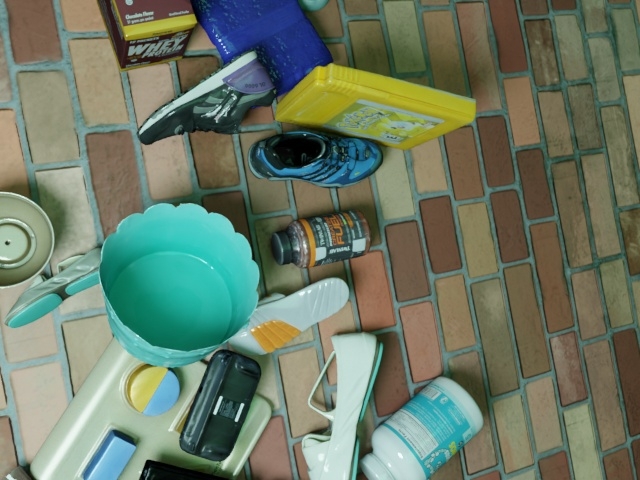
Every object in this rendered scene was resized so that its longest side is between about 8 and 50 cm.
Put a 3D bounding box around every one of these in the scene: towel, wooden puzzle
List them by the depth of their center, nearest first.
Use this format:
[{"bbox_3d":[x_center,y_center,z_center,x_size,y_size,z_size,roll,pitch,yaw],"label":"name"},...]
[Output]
[{"bbox_3d":[-0.303,0.375,1.165,0.348,0.080,0.322,35,75,-15],"label":"wooden puzzle"},{"bbox_3d":[-0.138,-0.452,1.295,0.227,0.076,0.308,-35,100,-23],"label":"towel"}]

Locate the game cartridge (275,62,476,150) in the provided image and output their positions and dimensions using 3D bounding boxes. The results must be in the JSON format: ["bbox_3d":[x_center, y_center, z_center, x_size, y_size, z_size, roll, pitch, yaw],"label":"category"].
[{"bbox_3d":[0.100,-0.260,1.255,0.324,0.285,0.052,7,83,-20],"label":"game cartridge"}]

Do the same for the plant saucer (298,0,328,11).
[{"bbox_3d":[-0.027,-0.569,1.369,0.119,0.021,0.119,2,85,-21],"label":"plant saucer"}]

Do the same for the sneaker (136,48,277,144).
[{"bbox_3d":[-0.216,-0.243,1.201,0.283,0.107,0.124,-32,106,3],"label":"sneaker"}]

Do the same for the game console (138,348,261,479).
[{"bbox_3d":[-0.201,0.389,1.152,0.213,0.044,0.361,25,80,-24],"label":"game console"}]

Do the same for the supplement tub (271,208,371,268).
[{"bbox_3d":[0.000,0.000,1.294,0.198,0.106,0.106,-12,91,-21],"label":"supplement tub"}]

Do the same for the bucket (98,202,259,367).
[{"bbox_3d":[-0.257,0.089,1.112,0.281,0.183,0.281,8,64,-17],"label":"bucket"}]

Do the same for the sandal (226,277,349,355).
[{"bbox_3d":[-0.068,0.148,1.271,0.265,0.076,0.102,-23,108,-7],"label":"sandal"}]

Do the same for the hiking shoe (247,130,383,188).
[{"bbox_3d":[0.006,-0.169,1.294,0.304,0.132,0.113,-6,88,-21],"label":"hiking shoe"}]

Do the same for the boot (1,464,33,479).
[{"bbox_3d":[-0.522,0.543,1.079,0.207,0.090,0.248,38,94,6],"label":"boot"}]

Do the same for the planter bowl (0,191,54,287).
[{"bbox_3d":[-0.550,0.002,1.082,0.162,0.109,0.162,1,86,-21],"label":"planter bowl"}]

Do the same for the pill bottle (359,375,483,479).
[{"bbox_3d":[0.210,0.423,1.323,0.264,0.146,0.146,-35,99,-19],"label":"pill bottle"}]

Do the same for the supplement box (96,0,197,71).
[{"bbox_3d":[-0.334,-0.446,1.150,0.129,0.194,0.191,-19,93,-21],"label":"supplement box"}]

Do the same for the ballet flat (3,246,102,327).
[{"bbox_3d":[-0.483,0.081,1.134,0.213,0.072,0.068,-31,70,-21],"label":"ballet flat"}]

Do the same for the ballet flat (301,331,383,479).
[{"bbox_3d":[0.029,0.382,1.281,0.139,0.139,0.400,18,76,-19],"label":"ballet flat"}]
